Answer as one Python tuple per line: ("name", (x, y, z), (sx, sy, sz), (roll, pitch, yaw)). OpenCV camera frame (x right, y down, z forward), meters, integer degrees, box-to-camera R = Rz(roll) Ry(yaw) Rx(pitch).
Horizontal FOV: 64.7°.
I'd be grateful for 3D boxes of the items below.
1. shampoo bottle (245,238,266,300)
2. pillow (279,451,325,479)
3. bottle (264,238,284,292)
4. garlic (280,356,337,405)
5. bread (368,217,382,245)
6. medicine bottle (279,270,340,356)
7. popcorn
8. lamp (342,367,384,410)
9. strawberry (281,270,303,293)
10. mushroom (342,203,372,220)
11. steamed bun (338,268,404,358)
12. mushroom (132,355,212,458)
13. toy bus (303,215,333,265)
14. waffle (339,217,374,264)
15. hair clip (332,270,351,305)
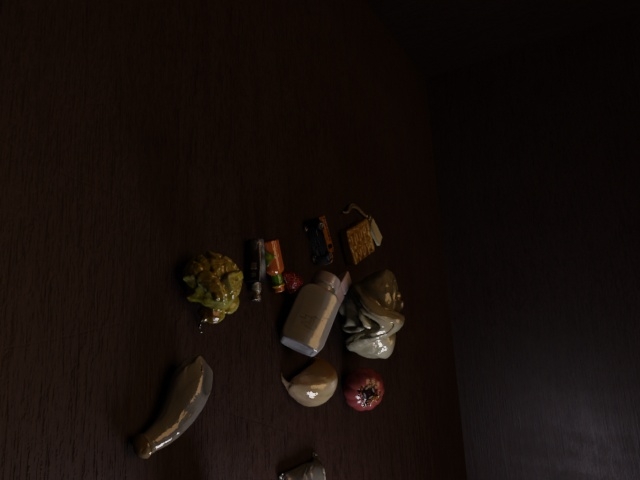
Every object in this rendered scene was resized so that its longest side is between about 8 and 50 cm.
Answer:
("shampoo bottle", (-0.213, 0.099, 1.680), (0.063, 0.057, 0.208), (24, 63, -65))
("pillow", (-0.050, 0.846, 1.743), (0.255, 0.059, 0.169), (10, 76, -60))
("bottle", (-0.160, 0.089, 1.764), (0.069, 0.069, 0.187), (-20, 98, -61))
("garlic", (-0.032, 0.516, 1.830), (0.164, 0.145, 0.245), (53, 25, 17))
("bread", (0.283, -0.045, 2.632), (0.154, 0.028, 0.068), (57, 37, -37))
("medicine bottle", (-0.026, 0.257, 1.830), (0.161, 0.111, 0.296), (25, 61, -3))
("popcorn", (-0.308, 0.133, 1.421), (0.173, 0.168, 0.195), (-80, -175, -50))
("lamp", (0.178, 0.623, 2.126), (0.182, 0.140, 0.182), (-2, 95, -18))
("strawberry", (-0.113, 0.147, 1.829), (0.096, 0.083, 0.083), (40, 48, -40))
("mushroom", (0.173, -0.142, 2.460), (0.068, 0.043, 0.306), (51, 19, 26))
("steamed bun", (0.197, 0.310, 2.134), (0.247, 0.352, 0.339), (14, 38, -17))
("mushroom", (-0.363, 0.429, 1.275), (0.118, 0.103, 0.270), (59, 41, -34))
("toy bus", (0.000, 0.000, 2.059), (0.088, 0.083, 0.194), (-30, 107, -60))
("waffle", (0.177, 0.004, 2.399), (0.274, 0.057, 0.168), (-31, 108, -59))
("hair clip", (0.036, 0.236, 2.046), (0.085, 0.101, 0.331), (67, 29, -16))
